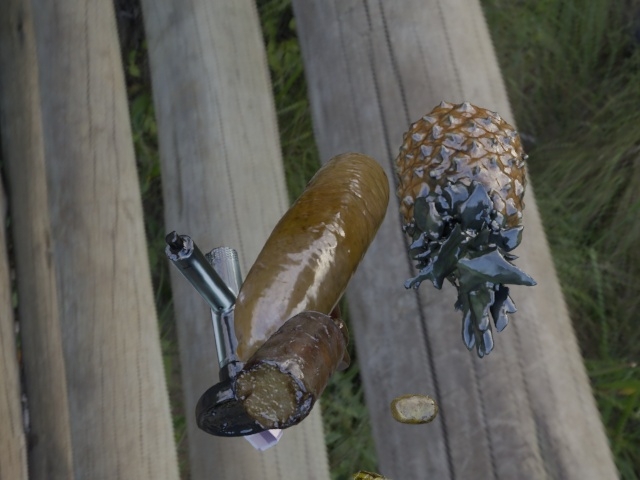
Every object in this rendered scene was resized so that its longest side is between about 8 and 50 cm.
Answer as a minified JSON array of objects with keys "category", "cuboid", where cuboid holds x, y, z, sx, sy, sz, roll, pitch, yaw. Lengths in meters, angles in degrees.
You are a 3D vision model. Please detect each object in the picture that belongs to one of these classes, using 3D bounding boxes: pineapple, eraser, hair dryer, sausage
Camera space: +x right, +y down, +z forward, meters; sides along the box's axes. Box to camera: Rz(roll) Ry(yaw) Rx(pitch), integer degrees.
[{"category":"pineapple","cuboid":[0.148,-0.014,1.084,0.169,0.169,0.340,25,34,-9]},{"category":"eraser","cuboid":[-0.121,0.325,1.833,0.105,0.065,0.026,46,39,-10]},{"category":"hair dryer","cuboid":[-0.187,0.133,1.637,0.284,0.155,0.320,28,41,-56]},{"category":"sausage","cuboid":[0.002,-0.002,1.375,0.123,0.136,0.501,40,30,-5]}]

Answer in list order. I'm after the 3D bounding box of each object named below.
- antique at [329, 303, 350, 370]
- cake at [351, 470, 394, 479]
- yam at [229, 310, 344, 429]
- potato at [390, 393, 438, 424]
[{"category":"antique","cuboid":[-0.020,0.166,1.917,0.121,0.257,0.143,-18,60,-8]},{"category":"cake","cuboid":[0.131,0.394,1.484,0.116,0.185,0.080,47,56,-46]},{"category":"yam","cuboid":[-0.028,0.123,0.988,0.079,0.079,0.141,40,23,1]},{"category":"potato","cuboid":[0.159,0.287,1.747,0.083,0.040,0.051,4,76,-7]}]
